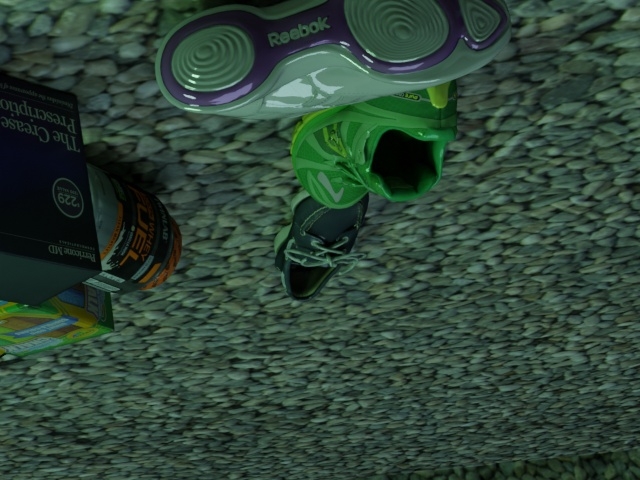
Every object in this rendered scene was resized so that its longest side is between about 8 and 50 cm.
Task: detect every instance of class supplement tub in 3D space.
[{"bbox_3d":[-0.229,-0.012,1.922,0.117,0.117,0.190,-17,160,23],"label":"supplement tub"}]

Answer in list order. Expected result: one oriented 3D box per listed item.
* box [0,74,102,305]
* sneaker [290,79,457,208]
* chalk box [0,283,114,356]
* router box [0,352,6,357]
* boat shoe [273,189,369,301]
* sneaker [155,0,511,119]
[{"bbox_3d":[-0.328,-0.057,1.641,0.103,0.184,0.261,-22,158,35],"label":"box"},{"bbox_3d":[0.049,-0.087,1.821,0.109,0.124,0.295,-2,161,-20],"label":"sneaker"},{"bbox_3d":[-0.313,0.045,2.021,0.132,0.132,0.213,-17,159,24],"label":"chalk box"},{"bbox_3d":[-0.491,0.085,2.133,0.309,0.081,0.243,7,155,-39],"label":"router box"},{"bbox_3d":[0.000,0.000,2.120,0.095,0.079,0.254,-2,160,-20],"label":"boat shoe"},{"bbox_3d":[0.014,-0.173,1.625,0.305,0.114,0.152,-8,175,8],"label":"sneaker"}]
